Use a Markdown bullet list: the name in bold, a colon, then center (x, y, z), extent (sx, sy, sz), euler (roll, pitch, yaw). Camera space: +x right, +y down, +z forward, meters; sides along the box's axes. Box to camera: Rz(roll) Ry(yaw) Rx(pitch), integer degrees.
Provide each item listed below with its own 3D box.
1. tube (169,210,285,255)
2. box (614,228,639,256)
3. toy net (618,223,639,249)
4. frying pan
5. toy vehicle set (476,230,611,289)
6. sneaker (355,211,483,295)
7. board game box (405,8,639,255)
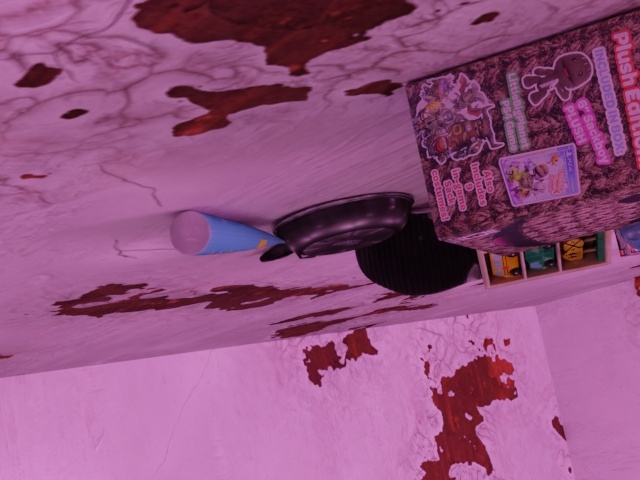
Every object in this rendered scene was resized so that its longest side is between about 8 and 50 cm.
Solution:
- **tube**: center (-0.118, -0.005, 1.281), extent (0.080, 0.052, 0.207), euler (9, -179, 19)
- **box**: center (0.582, -0.023, 1.843), extent (0.137, 0.094, 0.027), euler (-5, 168, -32)
- **toy net**: center (0.453, -0.040, 1.270), extent (0.122, 0.045, 0.232), euler (30, 151, -31)
- **frying pan**: center (-0.016, -0.002, 1.428), extent (0.326, 0.053, 0.197), euler (-22, 165, 34)
- **toy vehicle set**: center (0.261, -0.037, 1.230), extent (0.165, 0.035, 0.267), euler (-13, 145, 8)
- **sneaker**: center (0.216, 0.010, 1.479), extent (0.330, 0.123, 0.146), euler (-4, -178, 26)
- **board game box**: center (0.257, -0.093, 0.915), extent (0.291, 0.141, 0.232), euler (-15, 170, 23)
